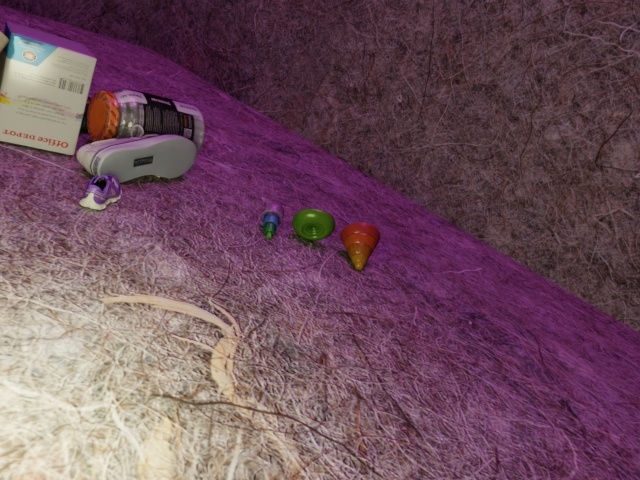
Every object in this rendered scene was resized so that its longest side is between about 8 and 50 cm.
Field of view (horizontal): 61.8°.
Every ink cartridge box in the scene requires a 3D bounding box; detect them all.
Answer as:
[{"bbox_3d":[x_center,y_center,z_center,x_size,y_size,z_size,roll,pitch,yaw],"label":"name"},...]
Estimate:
[{"bbox_3d":[-0.739,-0.399,1.413,0.198,0.270,0.197,9,22,-38],"label":"ink cartridge box"}]

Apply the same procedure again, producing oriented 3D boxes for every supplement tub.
[{"bbox_3d":[-0.536,-0.356,1.658,0.315,0.194,0.193,2,29,-48],"label":"supplement tub"}]

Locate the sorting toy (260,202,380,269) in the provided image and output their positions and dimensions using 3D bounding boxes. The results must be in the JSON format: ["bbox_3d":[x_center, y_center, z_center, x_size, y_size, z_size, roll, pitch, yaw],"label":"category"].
[{"bbox_3d":[0.000,0.000,1.534,0.365,0.127,0.126,16,50,-14],"label":"sorting toy"}]

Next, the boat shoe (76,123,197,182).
[{"bbox_3d":[-0.520,-0.245,1.507,0.156,0.136,0.367,28,29,22],"label":"boat shoe"}]

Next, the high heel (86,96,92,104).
[{"bbox_3d":[-0.843,-0.504,1.750,0.261,0.093,0.186,58,29,3],"label":"high heel"}]

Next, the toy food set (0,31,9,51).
[{"bbox_3d":[-0.865,-0.415,1.274,0.092,0.220,0.306,39,-11,-37],"label":"toy food set"}]

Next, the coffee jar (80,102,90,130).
[{"bbox_3d":[-0.730,-0.389,1.691,0.096,0.079,0.184,38,23,19],"label":"coffee jar"}]

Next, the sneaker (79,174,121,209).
[{"bbox_3d":[-0.509,-0.126,1.264,0.068,0.071,0.170,19,19,-13],"label":"sneaker"}]

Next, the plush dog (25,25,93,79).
[{"bbox_3d":[-0.953,-0.604,1.906,0.262,0.211,0.225,28,0,22],"label":"plush dog"}]
